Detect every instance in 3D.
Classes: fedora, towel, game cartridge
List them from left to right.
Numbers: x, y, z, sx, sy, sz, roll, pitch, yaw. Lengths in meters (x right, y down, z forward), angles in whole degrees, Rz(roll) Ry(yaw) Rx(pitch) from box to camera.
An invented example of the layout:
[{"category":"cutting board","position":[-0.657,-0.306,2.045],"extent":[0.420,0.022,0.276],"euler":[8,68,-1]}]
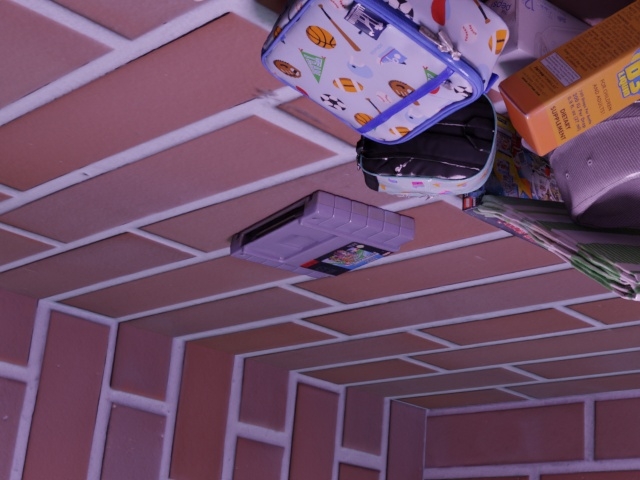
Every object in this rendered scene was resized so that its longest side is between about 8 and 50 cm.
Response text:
[{"category":"game cartridge","position":[0.000,0.000,2.176],"extent":[0.230,0.068,0.355],"euler":[20,157,-26]},{"category":"towel","position":[0.394,0.009,1.491],"extent":[0.248,0.038,0.325],"euler":[3,-161,-32]},{"category":"fedora","position":[0.393,-0.090,1.429],"extent":[0.243,0.124,0.275],"euler":[14,160,-25]}]

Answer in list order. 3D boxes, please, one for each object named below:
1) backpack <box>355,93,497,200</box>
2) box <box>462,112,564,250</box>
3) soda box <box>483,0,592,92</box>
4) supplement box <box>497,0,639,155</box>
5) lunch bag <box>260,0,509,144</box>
[{"category":"backpack","position":[0.158,-0.141,1.555],"extent":[0.188,0.166,0.144],"euler":[3,162,16]},{"category":"box","position":[0.310,-0.088,1.683],"extent":[0.233,0.159,0.044],"euler":[21,155,-38]},{"category":"soda box","position":[0.313,-0.218,1.407],"extent":[0.286,0.091,0.098],"euler":[19,156,-36]},{"category":"supplement box","position":[0.332,-0.200,1.291],"extent":[0.233,0.080,0.078],"euler":[-32,134,1]},{"category":"lunch bag","position":[0.075,-0.226,1.303],"extent":[0.243,0.115,0.303],"euler":[34,162,-13]}]
